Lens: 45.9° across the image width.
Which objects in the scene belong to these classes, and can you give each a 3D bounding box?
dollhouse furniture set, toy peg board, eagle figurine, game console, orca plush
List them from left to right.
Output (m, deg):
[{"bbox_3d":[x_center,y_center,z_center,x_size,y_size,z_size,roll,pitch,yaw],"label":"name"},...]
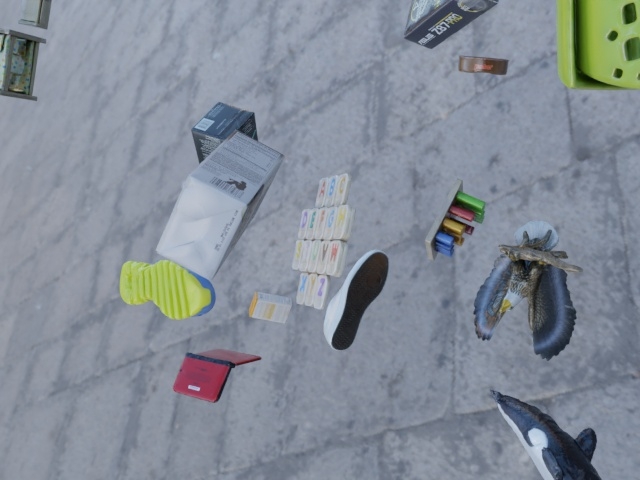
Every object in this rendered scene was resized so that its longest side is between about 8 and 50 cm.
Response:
[{"bbox_3d":[-0.574,-0.349,1.304,0.161,0.101,0.181,14,98,19],"label":"dollhouse furniture set"},{"bbox_3d":[-0.211,0.273,1.544,0.144,0.085,0.124,2,64,43],"label":"game console"},{"bbox_3d":[0.310,-0.032,1.710,0.079,0.161,0.160,25,80,17],"label":"toy peg board"},{"bbox_3d":[0.487,0.122,1.814,0.225,0.298,0.226,-18,45,-8],"label":"eagle figurine"},{"bbox_3d":[0.388,0.333,1.201,0.102,0.151,0.287,-27,26,-3],"label":"orca plush"}]

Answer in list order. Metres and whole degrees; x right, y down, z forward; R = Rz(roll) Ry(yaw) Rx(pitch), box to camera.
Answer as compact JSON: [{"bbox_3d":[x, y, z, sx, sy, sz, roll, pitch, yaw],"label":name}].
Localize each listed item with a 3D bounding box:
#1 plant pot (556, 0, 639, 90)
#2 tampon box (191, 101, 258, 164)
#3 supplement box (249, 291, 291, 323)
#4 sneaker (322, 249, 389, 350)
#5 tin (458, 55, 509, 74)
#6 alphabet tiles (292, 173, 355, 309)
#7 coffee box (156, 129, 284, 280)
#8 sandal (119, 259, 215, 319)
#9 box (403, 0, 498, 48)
[{"bbox_3d":[0.421,-0.291,0.932,0.207,0.227,0.228,7,104,51],"label":"plant pot"},{"bbox_3d":[-0.222,-0.224,1.803,0.102,0.161,0.120,20,51,21],"label":"tampon box"},{"bbox_3d":[-0.130,0.174,1.968,0.036,0.099,0.062,-102,29,-57],"label":"supplement box"},{"bbox_3d":[0.079,0.142,2.023,0.290,0.106,0.123,-62,26,8],"label":"sneaker"},{"bbox_3d":[0.354,-0.383,1.648,0.189,0.106,0.040,-53,-35,-72],"label":"tin"},{"bbox_3d":[0.000,0.000,1.562,0.284,0.021,0.277,-179,101,-71],"label":"alphabet tiles"},{"bbox_3d":[-0.181,-0.077,1.423,0.168,0.119,0.297,-61,2,25],"label":"coffee box"},{"bbox_3d":[-0.315,0.095,1.660,0.317,0.138,0.126,12,100,49],"label":"sandal"},{"bbox_3d":[0.343,-0.691,1.792,0.318,0.097,0.394,-10,64,68],"label":"box"}]
